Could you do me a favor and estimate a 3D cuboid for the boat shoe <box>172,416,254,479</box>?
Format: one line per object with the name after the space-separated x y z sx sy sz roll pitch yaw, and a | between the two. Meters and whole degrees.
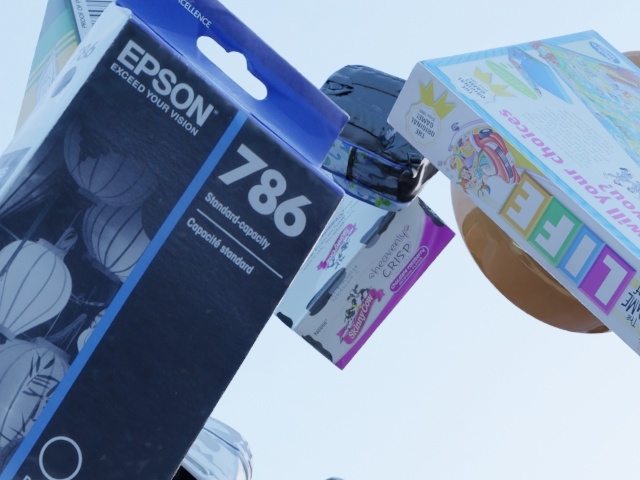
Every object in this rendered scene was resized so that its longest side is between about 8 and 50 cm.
-0.180 0.151 1.359 0.258 0.084 0.095 17 -67 7 | boat shoe

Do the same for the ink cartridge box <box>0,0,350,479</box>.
-0.104 0.007 0.921 0.165 0.332 0.065 38 -23 -21 | ink cartridge box

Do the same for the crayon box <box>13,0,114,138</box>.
-0.214 -0.037 1.702 0.106 0.362 0.313 -1 -37 -24 | crayon box

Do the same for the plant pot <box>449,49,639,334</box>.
0.311 -0.070 1.828 0.291 0.290 0.203 11 -28 -21 | plant pot

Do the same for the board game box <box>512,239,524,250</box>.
0.283 -0.002 1.244 0.260 0.124 0.039 -7 -70 -19 | board game box

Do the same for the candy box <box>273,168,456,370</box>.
0.000 0.000 1.551 0.159 0.233 0.071 -50 -60 -2 | candy box

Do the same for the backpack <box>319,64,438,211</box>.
0.046 -0.083 1.413 0.114 0.105 0.084 26 -42 15 | backpack

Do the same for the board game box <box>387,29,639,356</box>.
0.109 -0.009 0.561 0.103 0.154 0.026 -15 -38 -46 | board game box

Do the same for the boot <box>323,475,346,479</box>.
0.056 0.297 1.290 0.179 0.236 0.085 6 -9 38 | boot
